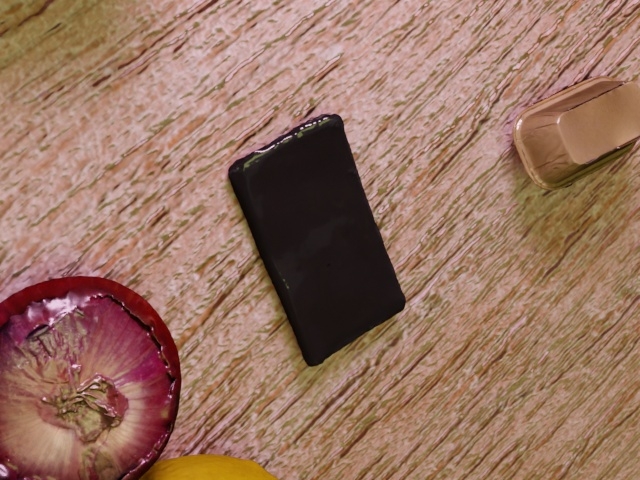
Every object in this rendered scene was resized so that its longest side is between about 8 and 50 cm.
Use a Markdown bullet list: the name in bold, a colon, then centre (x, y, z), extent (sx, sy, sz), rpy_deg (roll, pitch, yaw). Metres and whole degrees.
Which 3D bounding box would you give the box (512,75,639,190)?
- **box**: centre (0.319, -0.133, 1.512), extent (0.177, 0.111, 0.111), rpy_deg (-25, 120, -21)

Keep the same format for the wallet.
- **wallet**: centre (0.000, 0.000, 1.434), extent (0.146, 0.030, 0.285), rpy_deg (-28, 119, -12)

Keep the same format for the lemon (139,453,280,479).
- **lemon**: centre (-0.129, 0.353, 1.395), extent (0.288, 0.233, 0.233), rpy_deg (16, 102, -43)

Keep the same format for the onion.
- **onion**: centre (-0.264, 0.155, 1.281), extent (0.248, 0.161, 0.248), rpy_deg (-10, 108, -33)
